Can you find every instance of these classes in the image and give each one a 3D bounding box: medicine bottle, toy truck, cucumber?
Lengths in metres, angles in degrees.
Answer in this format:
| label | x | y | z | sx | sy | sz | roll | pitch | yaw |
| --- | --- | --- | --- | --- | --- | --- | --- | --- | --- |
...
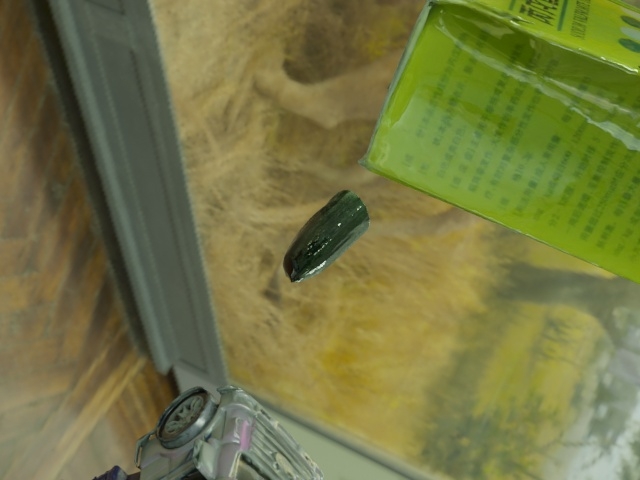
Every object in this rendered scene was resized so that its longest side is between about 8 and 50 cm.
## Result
| label | x | y | z | sx | sy | sz | roll | pitch | yaw |
| --- | --- | --- | --- | --- | --- | --- | --- | --- | --- |
| medicine bottle | 0.167 | -0.080 | 0.709 | 0.137 | 0.250 | 0.141 | -63 | 175 | -55 |
| toy truck | -0.127 | 0.226 | 0.722 | 0.268 | 0.124 | 0.155 | -35 | -157 | 15 |
| cucumber | 0.000 | 0.000 | 1.073 | 0.105 | 0.048 | 0.048 | -44 | 153 | -23 |
